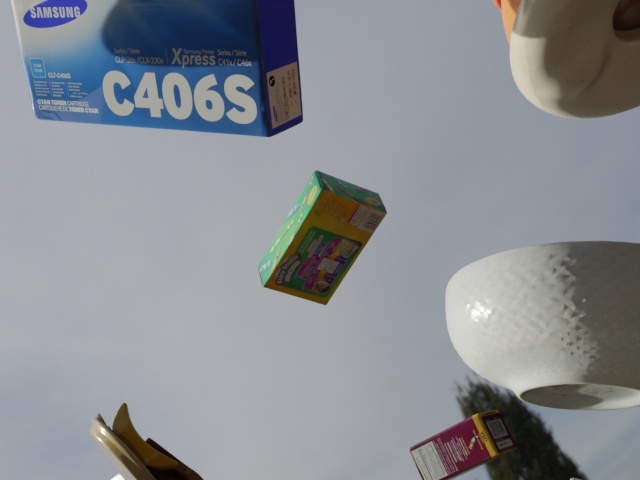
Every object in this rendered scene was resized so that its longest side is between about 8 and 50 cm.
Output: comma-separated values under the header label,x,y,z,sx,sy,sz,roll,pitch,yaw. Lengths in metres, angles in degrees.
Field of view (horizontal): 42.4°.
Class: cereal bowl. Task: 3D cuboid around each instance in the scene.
label,x,y,z,sx,sy,sz,roll,pitch,yaw
cereal bowl,0.323,0.126,1.018,0.339,0.141,0.339,4,-21,2

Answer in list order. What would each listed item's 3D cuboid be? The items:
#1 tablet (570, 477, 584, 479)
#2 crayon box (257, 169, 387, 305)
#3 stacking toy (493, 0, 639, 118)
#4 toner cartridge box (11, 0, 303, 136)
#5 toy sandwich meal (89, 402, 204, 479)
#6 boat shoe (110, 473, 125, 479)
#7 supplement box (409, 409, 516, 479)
label,x,y,z,sx,sy,sz,roll,pitch,yaw
tablet,0.351,0.333,1.032,0.006,0.083,0.054,0,-81,-68
crayon box,0.000,0.000,1.798,0.165,0.081,0.278,19,-61,-26
stacking toy,0.294,-0.418,1.024,0.350,0.480,0.351,-18,-36,-13
toner cartridge box,-0.191,-0.214,0.937,0.075,0.347,0.165,-35,-54,-54
toy sandwich meal,-0.101,0.130,0.486,0.029,0.085,0.085,-41,-24,-24
boat shoe,-0.249,0.346,1.092,0.063,0.066,0.184,-2,-32,-47
supplement box,0.137,0.201,0.797,0.083,0.043,0.055,-34,-22,25
